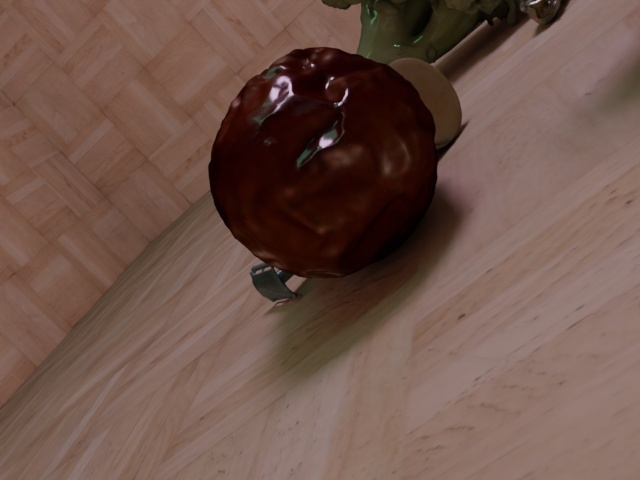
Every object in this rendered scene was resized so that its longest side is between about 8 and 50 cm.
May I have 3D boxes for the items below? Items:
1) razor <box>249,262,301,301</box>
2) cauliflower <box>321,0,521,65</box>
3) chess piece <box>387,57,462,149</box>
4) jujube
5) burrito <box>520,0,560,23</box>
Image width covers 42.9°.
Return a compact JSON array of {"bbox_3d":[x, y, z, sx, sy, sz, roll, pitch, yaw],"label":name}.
[{"bbox_3d":[0.000,0.000,0.748,0.135,0.040,0.068,-42,10,-22],"label":"razor"},{"bbox_3d":[0.112,-0.329,1.050,0.327,0.260,0.281,19,77,36],"label":"cauliflower"},{"bbox_3d":[0.051,-0.098,0.805,0.094,0.094,0.170,-51,10,-37],"label":"chess piece"},{"bbox_3d":[0.002,-0.060,0.624,0.174,0.174,0.250,-43,6,1],"label":"jujube"},{"bbox_3d":[0.258,-0.282,0.907,0.045,0.041,0.185,12,39,23],"label":"burrito"}]
